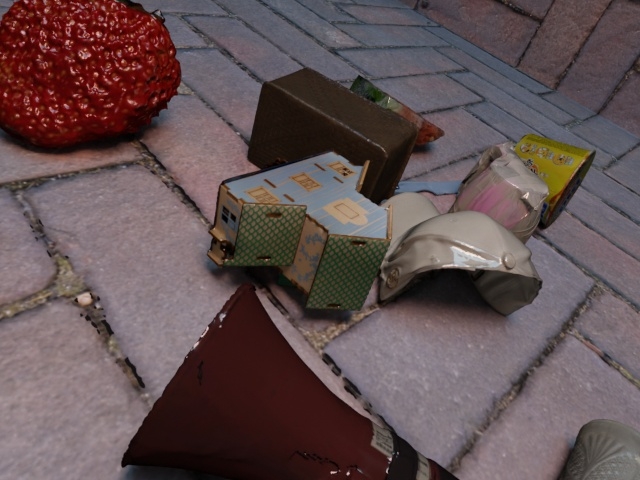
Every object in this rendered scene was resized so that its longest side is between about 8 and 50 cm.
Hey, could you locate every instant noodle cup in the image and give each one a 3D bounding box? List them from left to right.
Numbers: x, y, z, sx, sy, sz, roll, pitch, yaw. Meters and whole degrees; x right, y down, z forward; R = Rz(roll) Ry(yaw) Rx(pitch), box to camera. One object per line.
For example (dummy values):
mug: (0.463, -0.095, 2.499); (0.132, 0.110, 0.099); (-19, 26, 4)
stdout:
instant noodle cup: (0.521, -0.154, 1.085); (0.153, 0.204, 0.205); (37, 40, 26)

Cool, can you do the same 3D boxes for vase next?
vase: (0.303, 0.304, 0.526); (0.219, 0.096, 0.096); (-21, 55, -38)

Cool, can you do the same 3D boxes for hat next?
hat: (0.221, -0.007, 0.785); (0.258, 0.168, 0.301); (10, 36, -21)

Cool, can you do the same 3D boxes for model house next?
model house: (0.000, 0.000, 0.657); (0.206, 0.178, 0.271); (36, 37, 26)

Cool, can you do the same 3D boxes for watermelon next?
watermelon: (0.194, -0.294, 1.154); (0.257, 0.139, 0.192); (16, 33, -24)

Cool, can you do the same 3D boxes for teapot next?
teapot: (0.370, -0.083, 0.935); (0.163, 0.178, 0.221); (29, 38, 7)

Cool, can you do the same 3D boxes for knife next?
knife: (0.259, -0.121, 1.056); (0.313, 0.019, 0.044); (-8, 55, -33)

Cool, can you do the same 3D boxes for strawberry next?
strawberry: (-0.388, -0.286, 0.767); (0.261, 0.261, 0.257); (20, 32, -3)

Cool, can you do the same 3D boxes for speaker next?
speaker: (0.005, 0.192, 0.402); (0.330, 0.259, 0.198); (31, 73, 5)

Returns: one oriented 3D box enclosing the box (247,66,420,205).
box: (0.018, -0.178, 0.873); (0.273, 0.184, 0.143); (34, 44, 15)

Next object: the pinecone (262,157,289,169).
pinecone: (-0.076, -0.103, 0.829); (0.077, 0.077, 0.083); (24, 55, 2)
